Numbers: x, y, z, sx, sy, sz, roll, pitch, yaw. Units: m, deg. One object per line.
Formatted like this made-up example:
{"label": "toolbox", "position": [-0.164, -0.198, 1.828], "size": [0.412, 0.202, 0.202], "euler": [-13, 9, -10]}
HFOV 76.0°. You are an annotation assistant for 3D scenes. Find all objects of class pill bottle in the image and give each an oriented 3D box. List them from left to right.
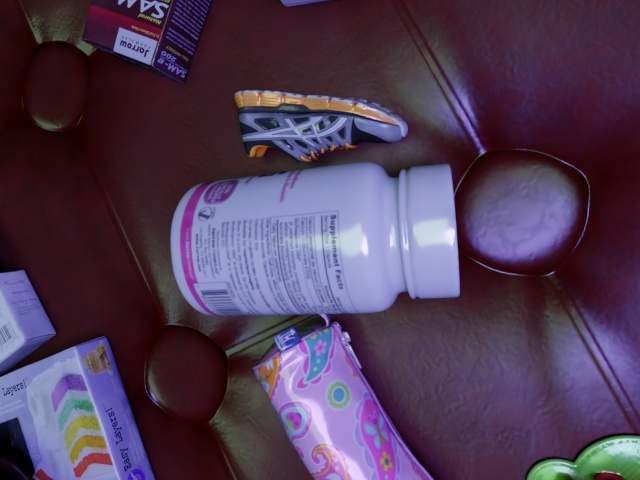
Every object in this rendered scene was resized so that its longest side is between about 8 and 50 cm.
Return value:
{"label": "pill bottle", "position": [0.000, 0.000, 0.451], "size": [0.283, 0.160, 0.160], "euler": [-4, 91, 17]}

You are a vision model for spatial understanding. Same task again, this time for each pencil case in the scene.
{"label": "pencil case", "position": [0.035, 0.225, 0.471], "size": [0.124, 0.124, 0.284], "euler": [-35, 81, 15]}

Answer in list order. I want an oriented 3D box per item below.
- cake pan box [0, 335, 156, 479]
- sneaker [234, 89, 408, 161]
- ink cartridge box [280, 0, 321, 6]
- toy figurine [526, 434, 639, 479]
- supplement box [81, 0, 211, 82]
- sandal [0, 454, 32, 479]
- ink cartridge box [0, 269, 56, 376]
{"label": "cake pan box", "position": [-0.411, 0.306, 0.637], "size": [0.267, 0.070, 0.245], "euler": [-21, 84, 17]}
{"label": "sneaker", "position": [-0.003, -0.134, 0.496], "size": [0.215, 0.084, 0.083], "euler": [11, 108, 20]}
{"label": "ink cartridge box", "position": [-0.028, -0.401, 0.451], "size": [0.086, 0.148, 0.203], "euler": [3, 93, 18]}
{"label": "toy figurine", "position": [0.295, 0.277, 0.372], "size": [0.173, 0.159, 0.130], "euler": [-5, 90, 18]}
{"label": "supplement box", "position": [-0.215, -0.355, 0.550], "size": [0.130, 0.073, 0.239], "euler": [24, 100, 14]}
{"label": "sandal", "position": [-0.419, 0.380, 0.543], "size": [0.446, 0.107, 0.167], "euler": [21, 143, 22]}
{"label": "ink cartridge box", "position": [-0.607, 0.126, 0.694], "size": [0.275, 0.060, 0.238], "euler": [-34, 81, 16]}
